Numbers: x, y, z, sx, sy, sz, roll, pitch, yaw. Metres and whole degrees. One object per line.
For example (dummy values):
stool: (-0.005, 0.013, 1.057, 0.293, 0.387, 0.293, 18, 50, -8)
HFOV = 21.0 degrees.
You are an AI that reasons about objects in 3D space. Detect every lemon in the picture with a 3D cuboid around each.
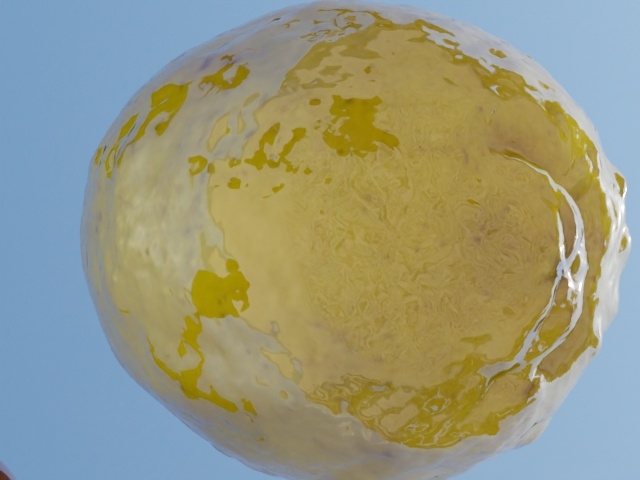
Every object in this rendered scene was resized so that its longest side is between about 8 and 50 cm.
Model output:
lemon: (0.004, 0.000, 0.934, 0.316, 0.285, 0.285, 11, -110, 23)

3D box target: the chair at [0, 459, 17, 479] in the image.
chair: (-0.300, 0.195, 0.853, 0.401, 0.226, 0.226, 15, -112, -51)
